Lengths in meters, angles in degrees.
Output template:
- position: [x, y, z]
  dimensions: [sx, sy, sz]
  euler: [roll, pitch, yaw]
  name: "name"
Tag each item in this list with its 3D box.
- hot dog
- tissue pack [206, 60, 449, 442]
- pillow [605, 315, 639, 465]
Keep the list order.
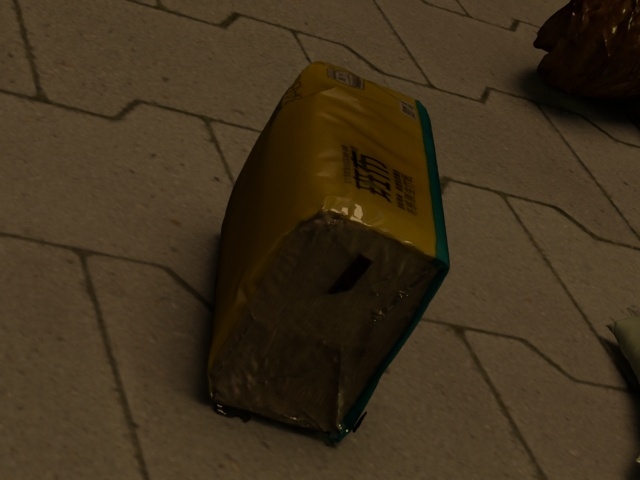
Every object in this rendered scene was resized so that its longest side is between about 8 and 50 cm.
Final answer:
- position: [0.440, -0.288, 2.053]
  dimensions: [0.388, 0.267, 0.174]
  euler: [0, 46, -41]
  name: "hot dog"
- position: [0.000, 0.000, 1.199]
  dimensions: [0.134, 0.192, 0.271]
  euler: [23, 26, -13]
  name: "tissue pack"
- position: [0.341, 0.147, 1.382]
  dimensions: [0.144, 0.078, 0.254]
  euler: [14, 27, -3]
  name: "pillow"
